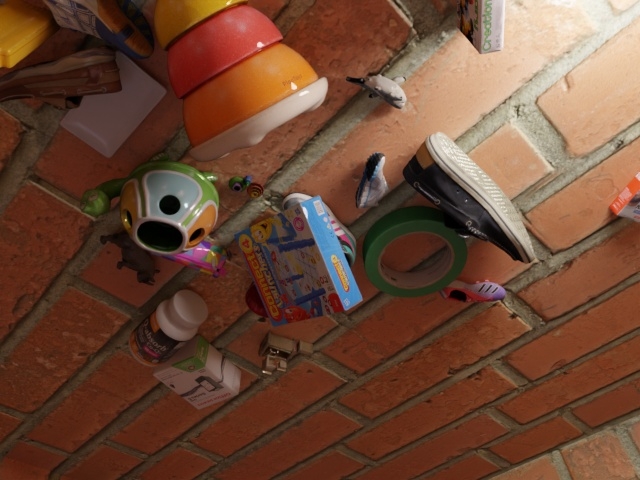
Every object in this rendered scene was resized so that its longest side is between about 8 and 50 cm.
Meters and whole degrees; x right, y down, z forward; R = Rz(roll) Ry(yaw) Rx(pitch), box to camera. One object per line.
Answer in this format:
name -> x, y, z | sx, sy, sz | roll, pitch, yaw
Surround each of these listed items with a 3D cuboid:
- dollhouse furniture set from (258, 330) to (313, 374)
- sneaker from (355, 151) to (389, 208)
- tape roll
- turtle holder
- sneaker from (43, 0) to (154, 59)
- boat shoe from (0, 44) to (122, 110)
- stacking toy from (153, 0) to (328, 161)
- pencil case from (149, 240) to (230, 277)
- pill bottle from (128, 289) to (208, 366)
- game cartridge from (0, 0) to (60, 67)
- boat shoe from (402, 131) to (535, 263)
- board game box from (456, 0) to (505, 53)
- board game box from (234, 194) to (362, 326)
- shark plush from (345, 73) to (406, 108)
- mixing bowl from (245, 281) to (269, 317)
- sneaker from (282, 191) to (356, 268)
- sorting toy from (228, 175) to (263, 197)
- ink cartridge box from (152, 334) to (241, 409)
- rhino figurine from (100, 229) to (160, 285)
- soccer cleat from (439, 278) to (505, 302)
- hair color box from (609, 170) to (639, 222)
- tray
dollhouse furniture set -> -0.130, 0.447, 1.805 | 0.181, 0.161, 0.101 | 21, 125, -17
sneaker -> 0.160, -0.168, 1.388 | 0.082, 0.071, 0.191 | 3, 137, -13
tape roll -> 0.294, 0.043, 1.551 | 0.321, 0.077, 0.321 | -2, 129, -2
turtle holder -> -0.434, -0.096, 1.312 | 0.243, 0.227, 0.320 | -38, 121, 26
sneaker -> -0.506, -0.501, 1.076 | 0.131, 0.112, 0.296 | -30, 119, 35
boat shoe -> -0.612, -0.357, 1.142 | 0.324, 0.123, 0.116 | -8, 118, 15
stacking toy -> -0.228, -0.443, 1.051 | 0.350, 0.351, 0.480 | -23, 107, 16
pencil case -> -0.397, 0.035, 1.503 | 0.236, 0.104, 0.104 | 22, 125, -18
pill bottle -> -0.514, 0.295, 1.667 | 0.162, 0.162, 0.278 | 34, 120, -26
game cartridge -> -0.739, -0.452, 0.976 | 0.323, 0.285, 0.053 | 13, 128, -13
boat shoe -> 0.427, -0.093, 1.387 | 0.500, 0.187, 0.156 | 38, 124, -22
board game box -> 0.319, -0.560, 0.990 | 0.053, 0.193, 0.305 | -10, 128, 5
board game box -> -0.071, 0.070, 1.385 | 0.302, 0.086, 0.308 | -22, 92, 43
shark plush -> 0.141, -0.371, 1.228 | 0.161, 0.073, 0.067 | 6, 159, -13
mixing bowl -> -0.152, 0.160, 1.613 | 0.181, 0.098, 0.181 | -1, 128, -1
sneaker -> 0.000, 0.000, 1.438 | 0.123, 0.178, 0.295 | -37, 121, 25
sorting toy -> -0.211, -0.149, 1.397 | 0.101, 0.042, 0.061 | 11, 128, -11
ink cartridge box -> -0.461, 0.504, 1.867 | 0.198, 0.115, 0.273 | -25, 126, 17
rhino figurine -> -0.576, 0.061, 1.533 | 0.106, 0.073, 0.243 | -9, 130, 9
soccer cleat -> 0.514, 0.181, 1.659 | 0.248, 0.095, 0.083 | 11, 127, -11
hair color box -> 0.951, -0.139, 1.446 | 0.093, 0.053, 0.167 | 14, 126, -13
tray -> -0.520, -0.339, 1.239 | 0.270, 0.030, 0.145 | -37, 120, 25
